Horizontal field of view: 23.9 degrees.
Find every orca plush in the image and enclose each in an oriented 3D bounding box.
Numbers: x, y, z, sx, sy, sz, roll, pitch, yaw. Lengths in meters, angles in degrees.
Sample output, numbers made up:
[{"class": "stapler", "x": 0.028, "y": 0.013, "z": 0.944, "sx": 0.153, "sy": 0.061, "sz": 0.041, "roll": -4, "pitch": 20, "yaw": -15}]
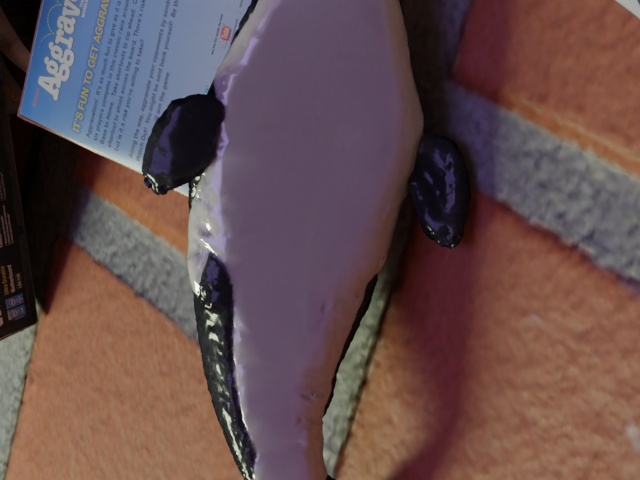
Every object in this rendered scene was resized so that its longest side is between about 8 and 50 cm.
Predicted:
[{"class": "orca plush", "x": 0.000, "y": 0.000, "z": 0.753, "sx": 0.151, "sy": 0.102, "sz": 0.287, "roll": -9, "pitch": 98, "yaw": 3}]

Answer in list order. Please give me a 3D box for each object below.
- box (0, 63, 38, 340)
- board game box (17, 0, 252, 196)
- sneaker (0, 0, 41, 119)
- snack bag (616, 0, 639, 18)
[{"class": "box", "x": -0.276, "y": -0.121, "z": 0.936, "sx": 0.257, "sy": 0.079, "sz": 0.322, "roll": 50, "pitch": 151, "yaw": 36}, {"class": "board game box", "x": -0.069, "y": -0.170, "z": 0.784, "sx": 0.145, "sy": 0.027, "sz": 0.281, "roll": 25, "pitch": 112, "yaw": 22}, {"class": "sneaker", "x": -0.212, "y": -0.199, "z": 0.938, "sx": 0.108, "sy": 0.100, "sz": 0.271, "roll": -38, "pitch": 65, "yaw": 47}, {"class": "snack bag", "x": 0.182, "y": -0.236, "z": 0.533, "sx": 0.323, "sy": 0.037, "sz": 0.342, "roll": 52, "pitch": 127, "yaw": 39}]
